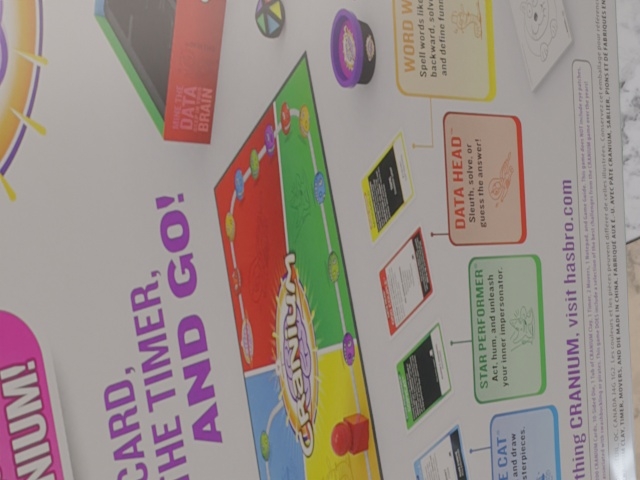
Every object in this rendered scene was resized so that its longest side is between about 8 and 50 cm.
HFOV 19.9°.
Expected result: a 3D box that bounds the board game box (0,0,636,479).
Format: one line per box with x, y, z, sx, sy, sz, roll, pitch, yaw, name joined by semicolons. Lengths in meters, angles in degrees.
-0.030;-0.014;0.432;0.316;0.064;0.242;0;88;-52;board game box
